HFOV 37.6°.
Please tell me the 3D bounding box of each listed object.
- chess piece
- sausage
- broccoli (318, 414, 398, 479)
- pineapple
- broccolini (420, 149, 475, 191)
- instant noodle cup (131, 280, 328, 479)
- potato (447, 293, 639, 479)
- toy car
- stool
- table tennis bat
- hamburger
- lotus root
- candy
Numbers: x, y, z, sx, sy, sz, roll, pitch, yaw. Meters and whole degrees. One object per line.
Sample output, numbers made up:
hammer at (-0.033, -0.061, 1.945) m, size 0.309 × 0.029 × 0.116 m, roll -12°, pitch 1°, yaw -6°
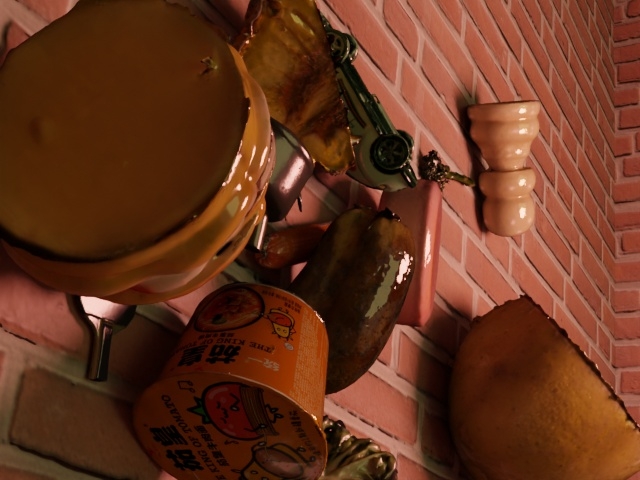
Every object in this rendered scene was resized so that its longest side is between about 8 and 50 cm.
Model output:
chess piece at (0.412, -0.156, 2.070) m, size 0.167 × 0.167 × 0.299 m, roll -20°, pitch 106°, yaw -61°
sausage at (0.000, 0.000, 1.383) m, size 0.348 × 0.053 × 0.053 m, roll -11°, pitch 95°, yaw -61°
broccoli at (-0.036, 0.335, 1.192) m, size 0.304 × 0.165 × 0.145 m, roll -12°, pitch 127°, yaw -48°
pineapple at (-0.057, -0.218, 1.272) m, size 0.161 × 0.158 × 0.334 m, roll 57°, pitch -7°, yaw 52°
broccolini at (0.271, -0.130, 1.904) m, size 0.071 × 0.057 × 0.254 m, roll -56°, pitch 152°, yaw 17°
instant noodle cup at (-0.084, 0.162, 1.058) m, size 0.172 × 0.216 × 0.215 m, roll -75°, pitch 146°, yaw -49°
potato at (0.399, 0.334, 1.829) m, size 0.442 × 0.319 × 0.385 m, roll 51°, pitch 2°, yaw -33°
toy car at (0.039, -0.196, 1.414) m, size 0.305 × 0.125 × 0.136 m, roll 58°, pitch 13°, yaw -4°
stool at (-0.122, -0.088, 1.113) m, size 0.139 × 0.228 × 0.153 m, roll -60°, pitch -178°, yaw -19°
table tennis bat at (-0.228, 0.070, 0.997) m, size 0.095 × 0.014 × 0.158 m, roll 33°, pitch 55°, yaw -56°
hamburger at (-0.167, -0.065, 0.891) m, size 0.237 × 0.276 × 0.276 m, roll 69°, pitch 25°, yaw -67°
lotus root at (0.033, 0.087, 1.280) m, size 0.274 × 0.152 × 0.160 m, roll -59°, pitch 165°, yaw -10°
candy at (0.145, 0.012, 1.537) m, size 0.255 × 0.094 × 0.255 m, roll 4°, pitch 90°, yaw -80°
